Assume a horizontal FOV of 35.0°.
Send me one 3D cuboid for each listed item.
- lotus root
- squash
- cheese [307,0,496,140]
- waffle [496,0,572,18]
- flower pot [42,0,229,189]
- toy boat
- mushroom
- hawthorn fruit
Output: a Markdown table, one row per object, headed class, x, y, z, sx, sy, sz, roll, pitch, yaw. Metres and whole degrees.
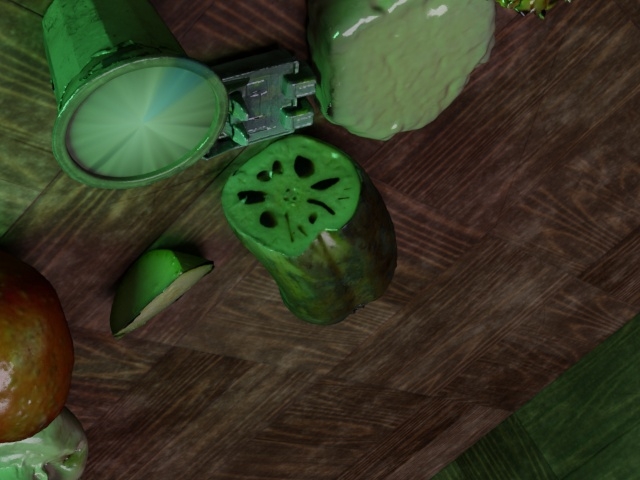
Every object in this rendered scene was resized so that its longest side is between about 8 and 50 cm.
| class | x | y | z | sx | sy | sz | roll | pitch | yaw |
| --- | --- | --- | --- | --- | --- | --- | --- | --- | --- |
| lotus root | 0.000 | 0.000 | 1.668 | 0.250 | 0.250 | 0.346 | -29 | 144 | -3 |
| squash | -0.273 | 0.065 | 1.705 | 0.192 | 0.085 | 0.184 | -40 | 176 | 19 |
| cheese | 0.109 | -0.287 | 1.482 | 0.326 | 0.115 | 0.318 | 9 | 131 | -44 |
| waffle | 0.270 | -0.479 | 1.233 | 0.382 | 0.095 | 0.380 | 27 | 94 | -37 |
| flower pot | -0.247 | -0.199 | 1.220 | 0.212 | 0.203 | 0.212 | -23 | 148 | -16 |
| toy boat | -0.161 | -0.173 | 1.431 | 0.319 | 0.092 | 0.141 | -18 | 144 | -18 |
| mushroom | -0.531 | 0.415 | 1.750 | 0.292 | 0.290 | 0.292 | -18 | 143 | -14 |
| hawthorn fruit | -0.481 | 0.120 | 1.427 | 0.287 | 0.287 | 0.330 | -8 | 118 | -33 |
